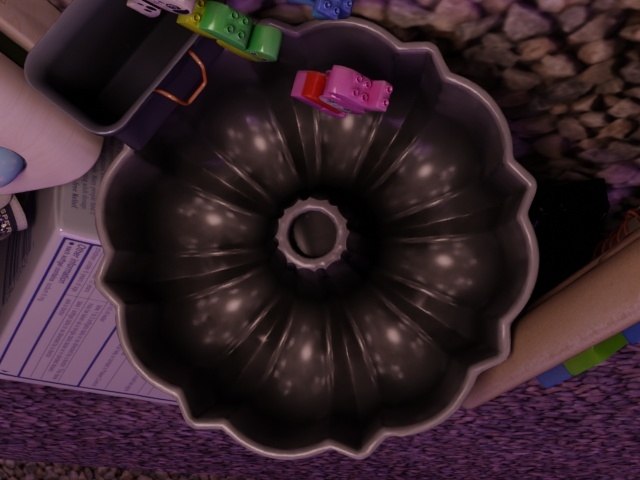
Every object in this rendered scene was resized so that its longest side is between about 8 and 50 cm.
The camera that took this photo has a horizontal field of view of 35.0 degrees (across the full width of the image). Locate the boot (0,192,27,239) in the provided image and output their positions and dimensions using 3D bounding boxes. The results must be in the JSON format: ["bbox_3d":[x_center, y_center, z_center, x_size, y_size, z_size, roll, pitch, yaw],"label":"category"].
[{"bbox_3d":[-0.308,-0.015,0.843,0.123,0.258,0.095,2,146,-9],"label":"boot"}]

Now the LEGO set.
[{"bbox_3d":[-0.024,-0.154,0.633,0.093,0.087,0.227,10,172,46],"label":"LEGO set"}]

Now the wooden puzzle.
[{"bbox_3d":[0.283,0.000,0.769,0.348,0.080,0.322,-36,172,-25],"label":"wooden puzzle"}]

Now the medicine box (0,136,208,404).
[{"bbox_3d":[-0.154,0.034,1.003,0.289,0.149,0.263,13,140,-26],"label":"medicine box"}]

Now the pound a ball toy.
[{"bbox_3d":[-0.254,-0.142,0.674,0.208,0.136,0.319,-7,157,23],"label":"pound a ball toy"}]

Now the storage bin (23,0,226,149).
[{"bbox_3d":[-0.119,-0.125,0.706,0.098,0.135,0.091,37,174,11],"label":"storage bin"}]

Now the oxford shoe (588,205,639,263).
[{"bbox_3d":[0.338,0.008,1.069,0.348,0.123,0.130,-16,126,40],"label":"oxford shoe"}]

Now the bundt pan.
[{"bbox_3d":[0.000,0.000,0.796,0.330,0.331,0.124,0,175,5],"label":"bundt pan"}]

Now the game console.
[{"bbox_3d":[0.120,0.046,0.969,0.361,0.044,0.213,-10,140,-33],"label":"game console"}]
